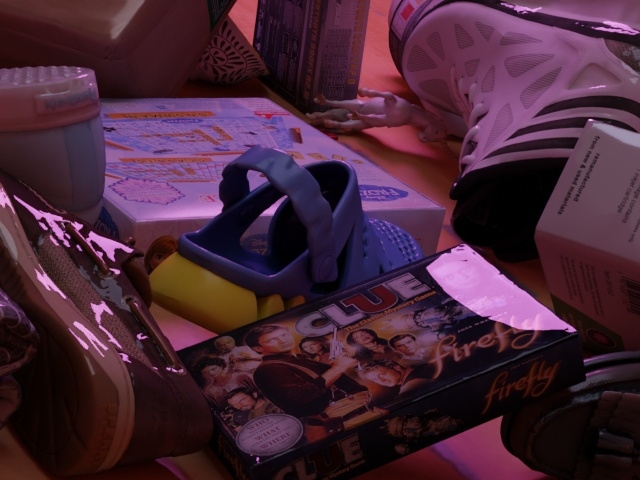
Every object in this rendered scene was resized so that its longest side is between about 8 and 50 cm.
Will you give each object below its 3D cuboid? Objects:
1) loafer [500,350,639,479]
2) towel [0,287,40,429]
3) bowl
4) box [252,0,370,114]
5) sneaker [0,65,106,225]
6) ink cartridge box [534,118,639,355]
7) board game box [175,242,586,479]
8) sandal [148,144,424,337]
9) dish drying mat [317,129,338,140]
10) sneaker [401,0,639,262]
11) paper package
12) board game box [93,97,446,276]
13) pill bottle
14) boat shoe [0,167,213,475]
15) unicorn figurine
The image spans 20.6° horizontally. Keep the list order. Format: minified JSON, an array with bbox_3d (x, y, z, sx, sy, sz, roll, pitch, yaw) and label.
[{"bbox_3d":[0.258,0.137,1.247,0.268,0.096,0.084,2,27,-28],"label":"loafer"},{"bbox_3d":[-0.346,0.048,1.070,0.235,0.121,0.284,36,30,27],"label":"towel"},{"bbox_3d":[-0.140,-0.236,2.032,0.170,0.080,0.170,51,-1,1],"label":"bowl"},{"bbox_3d":[-0.010,-0.275,2.022,0.056,0.231,0.183,-4,24,-27],"label":"box"},{"bbox_3d":[-0.305,-0.064,1.470,0.135,0.150,0.366,-14,13,-36],"label":"sneaker"},{"bbox_3d":[0.324,0.037,1.367,0.278,0.117,0.201,19,-21,24],"label":"ink cartridge box"},{"bbox_3d":[0.034,0.088,1.212,0.243,0.042,0.165,-21,30,-17],"label":"board game box"},{"bbox_3d":[0.000,0.000,1.376,0.126,0.138,0.317,27,13,24],"label":"sandal"},{"bbox_3d":[-0.024,-0.113,1.904,0.083,0.008,0.032,-2,23,-29],"label":"dish drying mat"},{"bbox_3d":[0.164,-0.122,1.726,0.257,0.169,0.447,-47,25,-17],"label":"sneaker"},{"bbox_3d":[-0.252,-0.294,1.842,0.310,0.168,0.324,18,58,16],"label":"paper package"},{"bbox_3d":[-0.106,-0.053,1.610,0.319,0.065,0.318,-3,24,-33],"label":"board game box"},{"bbox_3d":[0.169,-0.232,2.100,0.162,0.162,0.278,6,21,-12],"label":"pill bottle"},{"bbox_3d":[-0.178,0.047,1.240,0.123,0.123,0.342,3,25,-33],"label":"boat shoe"},{"bbox_3d":[0.067,-0.135,1.926,0.111,0.060,0.162,8,11,-41],"label":"unicorn figurine"}]
